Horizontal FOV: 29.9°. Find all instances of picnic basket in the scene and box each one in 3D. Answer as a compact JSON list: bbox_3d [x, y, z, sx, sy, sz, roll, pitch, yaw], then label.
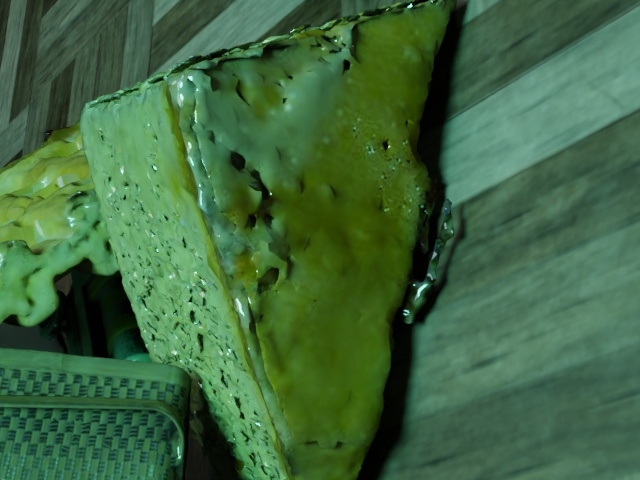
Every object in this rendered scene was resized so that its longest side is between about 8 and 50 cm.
[{"bbox_3d":[-0.177,0.196,0.825,0.266,0.165,0.139,102,173,-54],"label":"picnic basket"}]

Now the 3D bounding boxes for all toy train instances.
[{"bbox_3d":[-0.185,0.082,1.059,0.132,0.083,0.200,-52,38,23],"label":"toy train"}]

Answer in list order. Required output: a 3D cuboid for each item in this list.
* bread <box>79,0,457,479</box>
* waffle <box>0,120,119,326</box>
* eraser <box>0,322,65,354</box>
[{"bbox_3d":[0.000,0.000,0.840,0.248,0.279,0.315,-4,114,56],"label":"bread"},{"bbox_3d":[-0.247,-0.010,1.003,0.348,0.077,0.304,-37,23,-31],"label":"waffle"},{"bbox_3d":[-0.368,0.151,1.184,0.150,0.331,0.331,-62,33,18],"label":"eraser"}]
